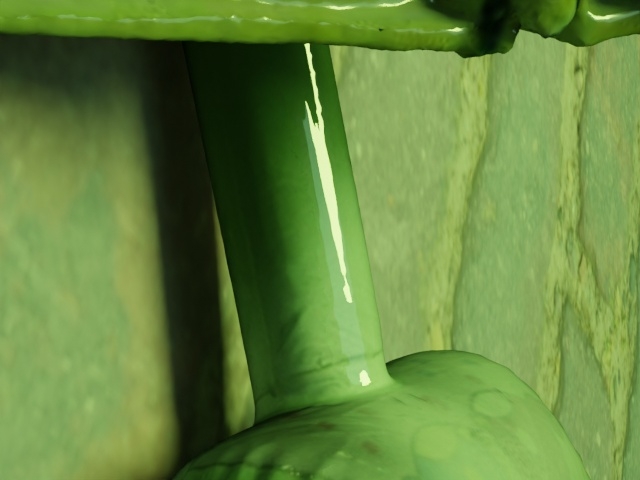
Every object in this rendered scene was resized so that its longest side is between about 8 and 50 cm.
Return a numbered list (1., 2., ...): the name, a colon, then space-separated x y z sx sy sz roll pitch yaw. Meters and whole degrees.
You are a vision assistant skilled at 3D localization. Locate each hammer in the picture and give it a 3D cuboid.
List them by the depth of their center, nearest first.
1. hammer: 0.000 0.000 0.436 0.206 0.118 0.336 -14 94 -65

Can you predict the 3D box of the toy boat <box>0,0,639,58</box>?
1. toy boat: -0.002 -0.109 0.328 0.084 0.276 0.111 65 -34 36
